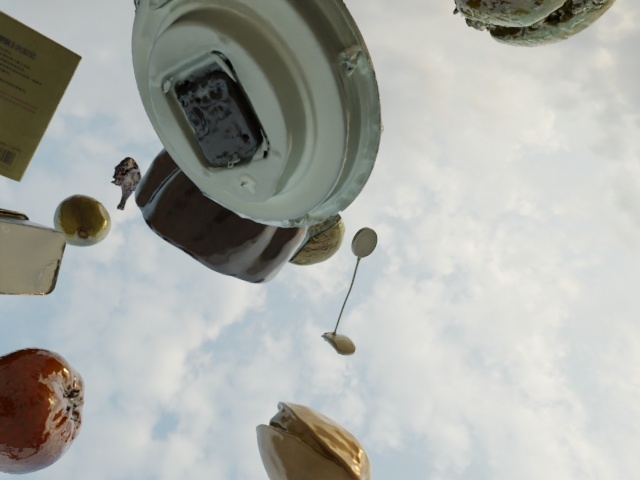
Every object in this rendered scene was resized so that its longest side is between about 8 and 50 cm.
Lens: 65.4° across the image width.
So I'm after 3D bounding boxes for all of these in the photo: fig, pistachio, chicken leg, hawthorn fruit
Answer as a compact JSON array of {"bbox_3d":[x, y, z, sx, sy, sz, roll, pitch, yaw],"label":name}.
[{"bbox_3d":[-0.623,-0.049,1.306,0.153,0.135,0.121,23,-168,19],"label":"fig"},{"bbox_3d":[-0.020,0.542,1.232,0.321,0.238,0.229,32,-129,27],"label":"pistachio"},{"bbox_3d":[-0.570,-0.168,1.462,0.053,0.205,0.093,37,-122,16],"label":"chicken leg"},{"bbox_3d":[-0.491,0.269,0.775,0.226,0.196,0.196,-7,-122,-2],"label":"hawthorn fruit"}]

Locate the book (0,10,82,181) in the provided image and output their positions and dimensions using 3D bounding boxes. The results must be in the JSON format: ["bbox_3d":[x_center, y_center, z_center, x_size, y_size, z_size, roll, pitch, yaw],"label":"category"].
[{"bbox_3d":[-0.419,-0.188,0.613,0.168,0.192,0.013,26,-168,-33],"label":"book"}]

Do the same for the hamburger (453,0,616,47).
[{"bbox_3d":[0.251,-0.334,0.575,0.122,0.189,0.215,6,-165,-37],"label":"hamburger"}]

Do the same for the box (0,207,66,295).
[{"bbox_3d":[-0.579,0.021,0.872,0.135,0.243,0.163,10,-95,19],"label":"box"}]

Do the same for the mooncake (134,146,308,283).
[{"bbox_3d":[-0.165,-0.065,0.903,0.306,0.154,0.306,36,-167,-10],"label":"mooncake"}]

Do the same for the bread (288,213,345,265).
[{"bbox_3d":[0.000,0.000,1.123,0.094,0.157,0.083,30,-158,-22],"label":"bread"}]

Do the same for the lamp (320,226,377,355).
[{"bbox_3d":[0.055,0.078,0.778,0.050,0.198,0.056,12,-172,-40],"label":"lamp"}]

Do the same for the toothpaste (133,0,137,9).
[{"bbox_3d":[-0.372,-0.530,1.118,0.096,0.266,0.061,-22,-146,-36],"label":"toothpaste"}]

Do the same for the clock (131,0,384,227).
[{"bbox_3d":[-0.069,-0.103,0.382,0.236,0.236,0.053,34,-136,10],"label":"clock"}]
